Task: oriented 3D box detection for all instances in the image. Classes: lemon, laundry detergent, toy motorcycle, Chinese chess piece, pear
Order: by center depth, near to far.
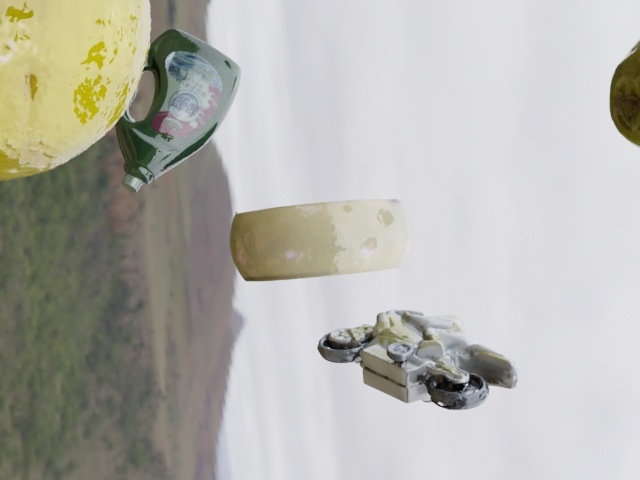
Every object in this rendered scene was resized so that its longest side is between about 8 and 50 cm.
[{"bbox_3d":[-0.335,-0.216,1.214,0.348,0.348,0.348,173,-90,-84],"label":"lemon"},{"bbox_3d":[0.111,0.123,1.357,0.228,0.151,0.074,15,-63,44],"label":"toy motorcycle"},{"bbox_3d":[-0.200,-0.159,1.597,0.211,0.137,0.063,-60,-173,-16],"label":"laundry detergent"},{"bbox_3d":[0.491,-0.200,1.691,0.198,0.198,0.198,173,-90,-84],"label":"pear"},{"bbox_3d":[0.000,0.000,1.729,0.251,0.251,0.097,171,-86,-84],"label":"Chinese chess piece"}]
